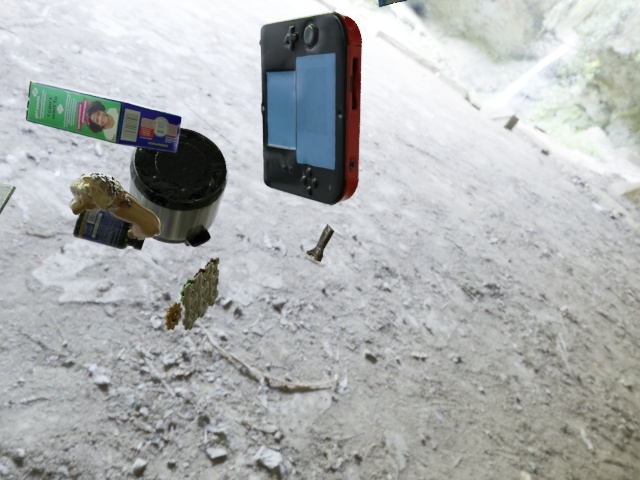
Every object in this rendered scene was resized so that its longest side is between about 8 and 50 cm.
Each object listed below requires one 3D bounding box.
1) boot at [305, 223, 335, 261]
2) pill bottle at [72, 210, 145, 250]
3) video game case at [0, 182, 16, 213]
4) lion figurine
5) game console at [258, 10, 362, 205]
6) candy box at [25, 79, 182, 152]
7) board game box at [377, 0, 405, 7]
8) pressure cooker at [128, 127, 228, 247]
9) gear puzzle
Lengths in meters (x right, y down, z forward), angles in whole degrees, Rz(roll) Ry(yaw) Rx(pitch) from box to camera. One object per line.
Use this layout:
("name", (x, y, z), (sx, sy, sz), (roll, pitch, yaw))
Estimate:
("boot", (0.000, 0.000, 1.625), (0.037, 0.114, 0.106), (18, 6, -28))
("pill bottle", (-0.698, -0.040, 1.795), (0.219, 0.123, 0.123), (18, 33, -20))
("video game case", (-0.816, -0.088, 1.333), (0.087, 0.122, 0.011), (11, -21, 28))
("lion figurine", (-0.586, -0.092, 1.600), (0.240, 0.142, 0.392), (13, -11, 38))
("game console", (-0.039, -0.287, 1.186), (0.060, 0.387, 0.342), (-12, 20, -38))
("candy box", (-0.604, -0.344, 1.518), (0.317, 0.122, 0.268), (14, 8, 17))
("board game box", (0.149, -0.816, 1.355), (0.233, 0.078, 0.347), (62, 19, -69))
("pressure cooker", (-0.573, -0.195, 2.115), (0.375, 0.420, 0.370), (15, 58, -13))
("gear puzzle", (-0.410, 0.186, 1.702), (0.044, 0.176, 0.339), (11, 24, 11))
